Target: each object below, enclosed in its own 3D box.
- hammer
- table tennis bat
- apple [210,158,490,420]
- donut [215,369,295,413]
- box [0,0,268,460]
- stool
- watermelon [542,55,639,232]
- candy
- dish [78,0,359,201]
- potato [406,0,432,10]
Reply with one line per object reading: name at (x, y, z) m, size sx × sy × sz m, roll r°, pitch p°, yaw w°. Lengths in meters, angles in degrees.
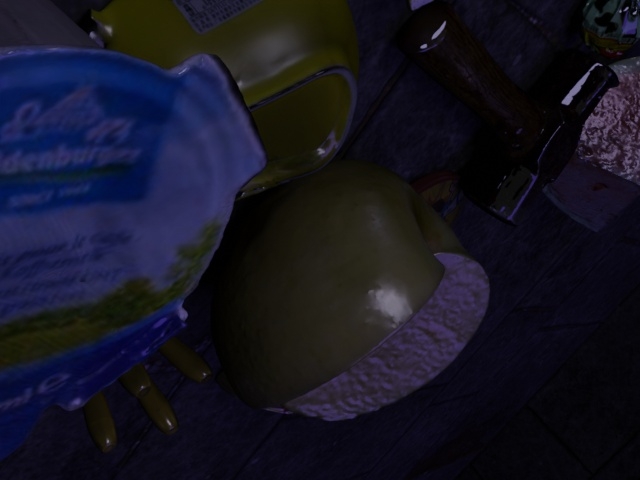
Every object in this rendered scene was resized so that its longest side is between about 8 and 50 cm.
hammer at (0.207, -0.176, 0.887) m, size 0.409 × 0.095 × 0.242 m, roll 23°, pitch 105°, yaw -52°
table tennis bat at (0.090, 0.008, 1.037) m, size 0.310 × 0.038 × 0.200 m, roll -34°, pitch 150°, yaw -23°
apple at (0.017, 0.049, 0.788) m, size 0.258 × 0.233 × 0.295 m, roll -37°, pitch 155°, yaw 22°
donut at (-0.053, 0.195, 1.040) m, size 0.166 × 0.108 × 0.065 m, roll 8°, pitch 100°, yaw -49°
box at (-0.204, -0.032, 0.422) m, size 0.263 × 0.206 × 0.291 m, roll -13°, pitch 140°, yaw -42°
stool at (-0.195, 0.139, 0.769) m, size 0.135 × 0.110 × 0.134 m, roll -35°, pitch 150°, yaw -17°
watermelon at (0.444, -0.158, 1.119) m, size 0.256 × 0.176 × 0.260 m, roll 22°, pitch 92°, yaw -45°
candy at (0.392, -0.365, 0.883) m, size 0.091 × 0.083 × 0.305 m, roll -19°, pitch 136°, yaw -34°
dish at (-0.061, -0.111, 0.600) m, size 0.263 × 0.108 × 0.221 m, roll -25°, pitch 146°, yaw -30°
potato at (0.113, -0.292, 0.641) m, size 0.149 × 0.081 × 0.120 m, roll -28°, pitch 122°, yaw 7°
